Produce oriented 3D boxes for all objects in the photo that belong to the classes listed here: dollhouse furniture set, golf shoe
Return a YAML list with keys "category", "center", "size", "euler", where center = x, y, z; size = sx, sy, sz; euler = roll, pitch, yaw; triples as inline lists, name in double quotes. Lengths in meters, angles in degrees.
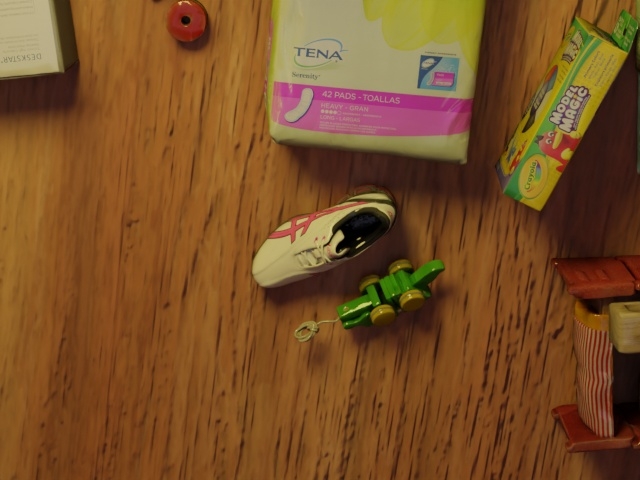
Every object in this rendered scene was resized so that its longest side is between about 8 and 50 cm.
- category: "dollhouse furniture set"
  center: [0.347, 0.154, 1.685]
  size: [0.152, 0.374, 0.201]
  euler: [-3, 104, -1]
- category: "golf shoe"
  center: [0.000, 0.000, 1.803]
  size: [0.186, 0.086, 0.067]
  euler: [-31, 104, 12]

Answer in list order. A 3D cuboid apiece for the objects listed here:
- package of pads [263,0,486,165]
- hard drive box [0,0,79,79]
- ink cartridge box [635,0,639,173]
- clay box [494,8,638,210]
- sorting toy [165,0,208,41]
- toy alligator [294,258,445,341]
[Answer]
- category: "package of pads"
  center: [0.059, -0.240, 1.724]
  size: [0.229, 0.101, 0.296]
  euler: [6, 105, -1]
- category: "hard drive box"
  center: [-0.372, -0.291, 1.734]
  size: [0.181, 0.089, 0.232]
  euler: [-5, 105, 4]
- category: "ink cartridge box"
  center: [0.430, -0.186, 1.748]
  size: [0.171, 0.056, 0.235]
  euler: [-2, 104, 3]
- category: "clay box"
  center: [0.263, -0.151, 1.726]
  size: [0.053, 0.127, 0.222]
  euler: [25, 105, -5]
- category: "sorting toy"
  center: [-0.170, -0.356, 1.729]
  size: [0.132, 0.046, 0.274]
  euler: [-30, 102, 10]
- category: "toy alligator"
  center: [0.062, 0.077, 1.842]
  size: [0.190, 0.056, 0.051]
  euler: [-28, 143, 10]
